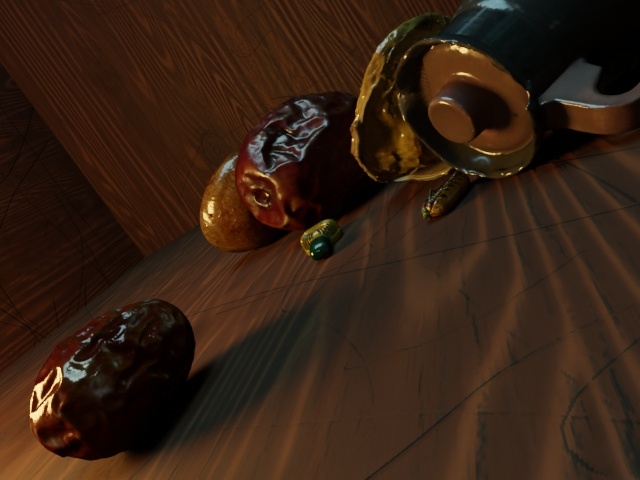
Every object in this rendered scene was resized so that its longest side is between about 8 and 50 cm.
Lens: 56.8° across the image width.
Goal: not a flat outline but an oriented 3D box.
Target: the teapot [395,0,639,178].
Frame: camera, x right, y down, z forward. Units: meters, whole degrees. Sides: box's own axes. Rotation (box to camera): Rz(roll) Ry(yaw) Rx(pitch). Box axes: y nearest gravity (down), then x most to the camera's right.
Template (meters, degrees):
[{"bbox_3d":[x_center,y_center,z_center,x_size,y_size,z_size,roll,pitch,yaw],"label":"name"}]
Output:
[{"bbox_3d":[0.324,-0.270,0.852,0.362,0.305,0.376,-46,42,-17],"label":"teapot"}]

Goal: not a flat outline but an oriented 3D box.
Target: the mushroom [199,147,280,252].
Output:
[{"bbox_3d":[-0.173,-0.109,1.504,0.195,0.263,0.283,-2,48,26],"label":"mushroom"}]

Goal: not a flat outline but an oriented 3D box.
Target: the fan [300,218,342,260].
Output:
[{"bbox_3d":[0.000,0.000,1.108,0.082,0.039,0.155,-31,12,7],"label":"fan"}]

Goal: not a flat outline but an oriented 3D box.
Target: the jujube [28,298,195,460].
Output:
[{"bbox_3d":[-0.272,0.179,0.797,0.174,0.174,0.250,-26,18,31],"label":"jujube"}]

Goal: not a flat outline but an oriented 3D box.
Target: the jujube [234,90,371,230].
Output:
[{"bbox_3d":[-0.019,-0.190,1.342,0.276,0.276,0.377,-18,26,53],"label":"jujube"}]

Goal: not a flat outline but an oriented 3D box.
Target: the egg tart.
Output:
[{"bbox_3d":[0.195,-0.245,1.097,0.129,0.341,0.341,34,58,29],"label":"egg tart"}]

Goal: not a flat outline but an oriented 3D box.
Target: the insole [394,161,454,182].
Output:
[{"bbox_3d":[0.212,-0.142,1.187,0.081,0.011,0.248,-37,12,-12],"label":"insole"}]

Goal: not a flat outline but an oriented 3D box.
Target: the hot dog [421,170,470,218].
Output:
[{"bbox_3d":[0.190,-0.072,0.902,0.049,0.037,0.122,-16,22,45],"label":"hot dog"}]
